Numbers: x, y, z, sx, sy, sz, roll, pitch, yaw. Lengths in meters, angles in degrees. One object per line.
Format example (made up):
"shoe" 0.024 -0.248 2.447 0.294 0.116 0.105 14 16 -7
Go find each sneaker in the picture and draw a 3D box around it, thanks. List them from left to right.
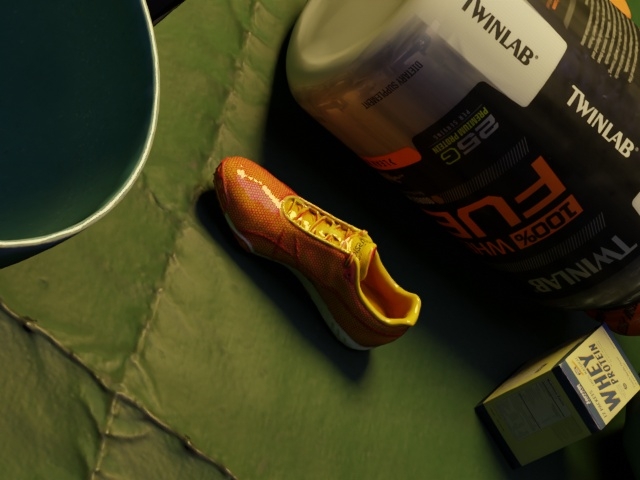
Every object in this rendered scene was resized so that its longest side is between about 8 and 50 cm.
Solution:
"sneaker" 0.000 0.000 1.329 0.175 0.067 0.064 42 42 -18

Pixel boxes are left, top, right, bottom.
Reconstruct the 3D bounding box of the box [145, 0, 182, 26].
"box" -0.109 -0.246 1.214 0.184 0.261 0.103 54 38 -5

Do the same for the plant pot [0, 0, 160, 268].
"plant pot" -0.255 -0.090 1.000 0.290 0.195 0.290 27 48 -34

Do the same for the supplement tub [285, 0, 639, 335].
"supplement tub" 0.156 -0.088 1.447 0.338 0.207 0.207 38 42 -23

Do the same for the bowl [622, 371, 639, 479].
"bowl" 0.349 0.126 1.482 0.163 0.311 0.311 49 34 21

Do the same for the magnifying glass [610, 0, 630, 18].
"magnifying glass" 0.201 -0.203 1.724 0.231 0.026 0.092 -5 69 -50

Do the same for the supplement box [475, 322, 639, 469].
"supplement box" 0.175 0.113 1.431 0.056 0.083 0.083 58 38 -2
